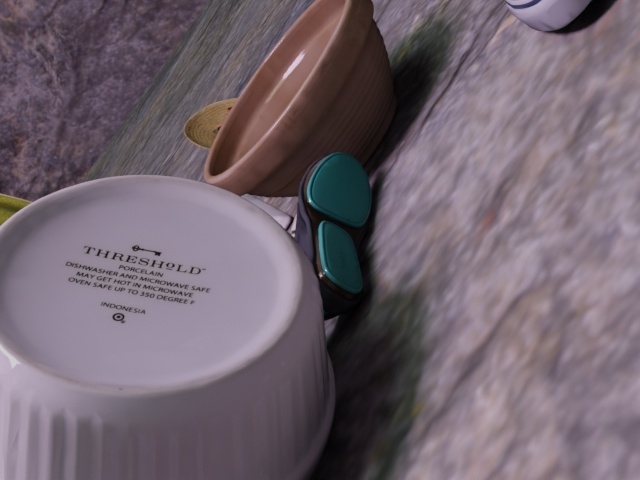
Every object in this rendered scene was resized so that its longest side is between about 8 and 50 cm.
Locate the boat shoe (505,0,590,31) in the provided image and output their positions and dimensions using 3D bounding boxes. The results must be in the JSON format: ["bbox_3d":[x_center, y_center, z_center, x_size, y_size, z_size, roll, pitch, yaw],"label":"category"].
[{"bbox_3d":[0.167,-0.259,0.968,0.109,0.094,0.302,-48,18,22],"label":"boat shoe"}]

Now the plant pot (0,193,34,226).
[{"bbox_3d":[-0.349,0.183,1.188,0.366,0.367,0.352,-28,44,57],"label":"plant pot"}]

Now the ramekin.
[{"bbox_3d":[-0.119,0.068,0.798,0.272,0.273,0.127,-76,-6,-49],"label":"ramekin"}]

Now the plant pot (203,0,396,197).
[{"bbox_3d":[-0.003,-0.125,1.153,0.237,0.110,0.237,-48,19,23],"label":"plant pot"}]

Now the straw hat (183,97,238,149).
[{"bbox_3d":[-0.097,-0.118,1.465,0.144,0.145,0.061,-83,-7,-56],"label":"straw hat"}]

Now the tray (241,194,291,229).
[{"bbox_3d":[-0.112,0.011,1.333,0.145,0.030,0.270,-57,17,-1],"label":"tray"}]

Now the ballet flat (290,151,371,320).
[{"bbox_3d":[0.000,0.000,0.987,0.074,0.074,0.203,-46,22,29],"label":"ballet flat"}]
